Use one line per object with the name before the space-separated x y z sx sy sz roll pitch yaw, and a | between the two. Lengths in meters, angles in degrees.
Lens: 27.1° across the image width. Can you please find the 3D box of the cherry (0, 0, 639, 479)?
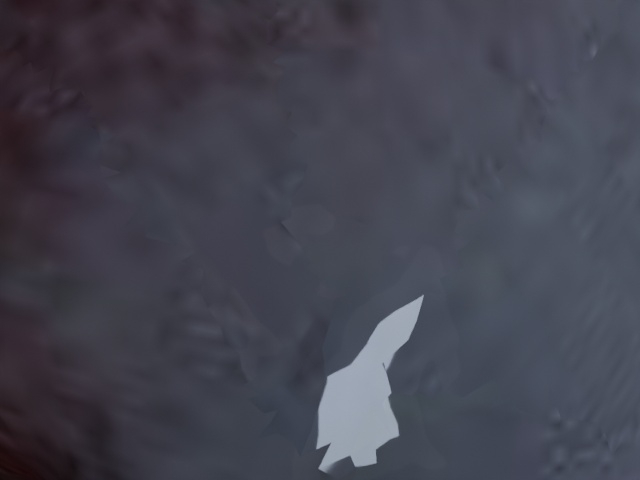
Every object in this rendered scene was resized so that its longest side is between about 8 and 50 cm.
cherry | 0.009 0.010 0.473 0.335 0.291 0.326 -25 89 -20
